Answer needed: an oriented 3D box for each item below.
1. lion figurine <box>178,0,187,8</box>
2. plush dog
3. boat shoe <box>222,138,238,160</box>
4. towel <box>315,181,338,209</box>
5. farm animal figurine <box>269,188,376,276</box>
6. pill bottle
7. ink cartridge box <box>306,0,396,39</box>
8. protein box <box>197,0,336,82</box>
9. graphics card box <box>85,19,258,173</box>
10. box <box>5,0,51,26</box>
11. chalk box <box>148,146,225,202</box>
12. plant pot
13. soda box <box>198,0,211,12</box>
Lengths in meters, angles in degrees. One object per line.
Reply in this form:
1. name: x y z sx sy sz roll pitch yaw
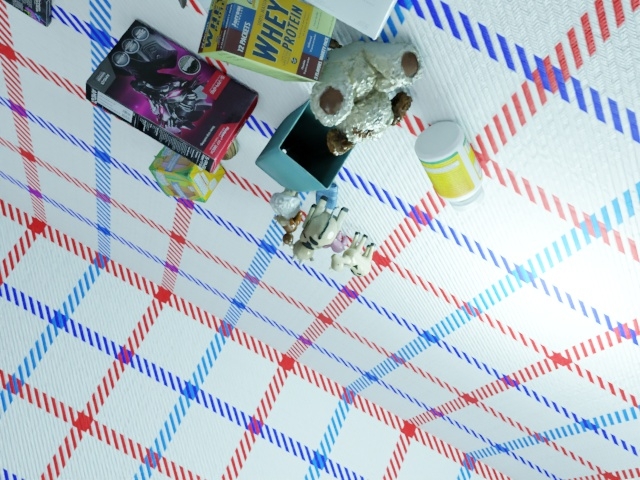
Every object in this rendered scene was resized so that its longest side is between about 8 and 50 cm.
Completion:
1. lion figurine: -0.277 -0.591 1.238 0.240 0.142 0.392 6 133 -29
2. plush dog: 0.082 -0.310 1.582 0.210 0.262 0.225 48 162 46
3. boat shoe: -0.341 -0.318 2.029 0.111 0.104 0.307 5 146 35
4. towel: 0.019 -0.136 2.098 0.067 0.029 0.119 23 152 10
5. farm animal figurine: 0.000 0.000 2.143 0.330 0.172 0.326 23 161 6
6. pill bottle: 0.308 -0.165 1.691 0.118 0.117 0.208 4 145 38
7. ink cartridge box: 0.028 -0.548 1.273 0.310 0.130 0.272 29 153 -3
8. protein box: -0.111 -0.408 1.442 0.201 0.135 0.200 12 -173 -25
9. graphics card box: -0.372 -0.364 1.841 0.371 0.232 0.094 31 156 -5
10. box: -0.796 -0.655 1.947 0.162 0.029 0.116 33 153 -7
11. chalk box: -0.432 -0.219 2.252 0.213 0.132 0.132 11 148 30
12. plant pot: -0.059 -0.228 1.882 0.165 0.165 0.234 39 159 -21
13. soda box: -0.172 -0.545 1.521 0.216 0.074 0.069 -2 141 43
